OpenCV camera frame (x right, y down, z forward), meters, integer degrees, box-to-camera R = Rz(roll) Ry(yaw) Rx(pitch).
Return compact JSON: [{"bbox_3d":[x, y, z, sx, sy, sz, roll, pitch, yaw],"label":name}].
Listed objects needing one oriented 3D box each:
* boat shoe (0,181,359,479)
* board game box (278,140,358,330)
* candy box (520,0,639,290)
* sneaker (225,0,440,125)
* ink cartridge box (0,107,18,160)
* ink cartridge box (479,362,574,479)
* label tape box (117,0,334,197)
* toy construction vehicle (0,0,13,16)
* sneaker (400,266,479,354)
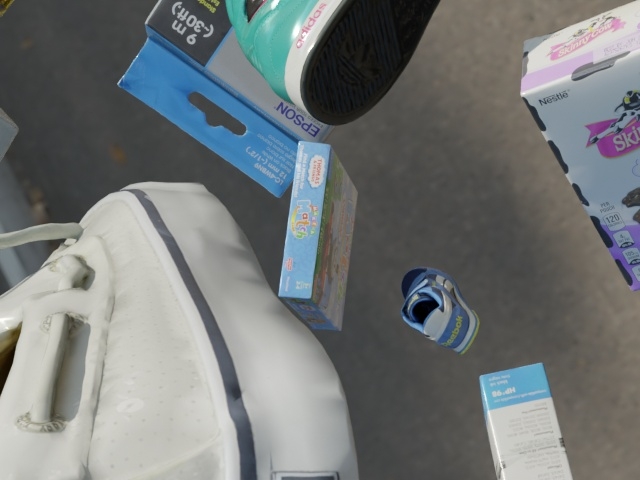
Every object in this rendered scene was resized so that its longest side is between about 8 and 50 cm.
[{"bbox_3d":[-0.103,0.059,0.624,0.367,0.156,0.136,-135,48,-72],"label":"boat shoe"},{"bbox_3d":[0.000,0.000,1.912,0.211,0.039,0.160,55,-138,-76],"label":"board game box"},{"bbox_3d":[0.254,-0.075,1.274,0.164,0.070,0.196,-19,124,24],"label":"candy box"},{"bbox_3d":[0.036,-0.230,1.339,0.178,0.295,0.124,31,169,45],"label":"sneaker"},{"bbox_3d":[-0.358,-0.089,1.583,0.127,0.128,0.176,30,-178,-22],"label":"ink cartridge box"},{"bbox_3d":[0.185,0.210,1.573,0.104,0.060,0.180,76,-177,-58],"label":"ink cartridge box"},{"bbox_3d":[-0.060,-0.236,2.117,0.249,0.115,0.348,36,110,-2],"label":"label tape box"},{"bbox_3d":[-0.263,-0.240,1.662,0.035,0.098,0.086,46,118,-4],"label":"toy construction vehicle"},{"bbox_3d":[0.109,0.061,1.841,0.053,0.059,0.144,-65,27,13],"label":"sneaker"}]
